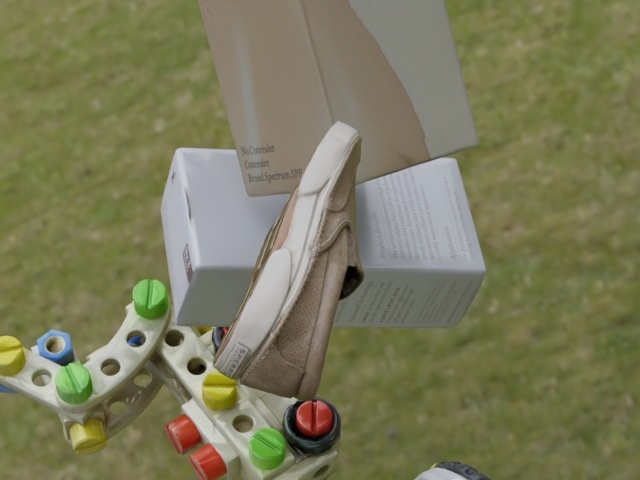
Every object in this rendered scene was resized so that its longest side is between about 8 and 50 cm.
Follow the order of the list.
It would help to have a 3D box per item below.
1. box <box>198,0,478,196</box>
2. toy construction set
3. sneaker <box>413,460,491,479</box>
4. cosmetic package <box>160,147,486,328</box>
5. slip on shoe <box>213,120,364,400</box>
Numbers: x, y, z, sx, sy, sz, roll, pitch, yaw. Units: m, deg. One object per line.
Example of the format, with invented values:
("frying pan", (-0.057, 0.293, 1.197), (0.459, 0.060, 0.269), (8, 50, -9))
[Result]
("box", (-0.008, -0.196, 1.240), (0.121, 0.311, 0.148), (-19, 7, -31))
("toy construction set", (-0.111, 0.172, 1.467), (0.215, 0.327, 0.151), (-31, -13, -21))
("sneaker", (0.028, 0.329, 1.320), (0.147, 0.384, 0.145), (-22, 47, -40))
("cosmetic package", (0.000, 0.000, 1.351), (0.231, 0.085, 0.117), (1, 52, -17))
("slip on shoe", (-0.002, 0.008, 0.715), (0.051, 0.041, 0.135), (-59, 6, 45))
